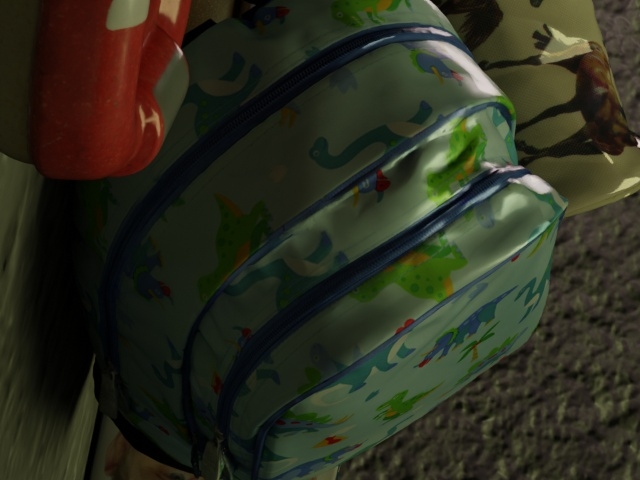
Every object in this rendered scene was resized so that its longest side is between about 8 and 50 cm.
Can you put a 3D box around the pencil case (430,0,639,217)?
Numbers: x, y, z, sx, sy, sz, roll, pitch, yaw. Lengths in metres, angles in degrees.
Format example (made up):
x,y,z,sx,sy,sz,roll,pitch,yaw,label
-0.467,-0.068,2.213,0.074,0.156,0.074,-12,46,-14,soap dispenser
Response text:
x,y,z,sx,sy,sz,roll,pitch,yaw,label
0.101,-0.202,1.243,0.160,0.183,0.410,-4,-70,58,pencil case

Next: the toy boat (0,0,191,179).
x,y,z,sx,sy,sz,roll,pitch,yaw,label
-0.033,-0.127,0.628,0.151,0.151,0.231,-76,178,-62,toy boat

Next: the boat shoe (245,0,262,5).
x,y,z,sx,sy,sz,roll,pitch,yaw,label
0.005,-0.272,1.004,0.113,0.105,0.306,123,-12,-71,boat shoe

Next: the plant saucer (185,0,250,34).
x,y,z,sx,sy,sz,roll,pitch,yaw,label
-0.065,-0.197,1.257,0.198,0.036,0.199,13,90,-88,plant saucer

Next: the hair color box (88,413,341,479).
x,y,z,sx,sy,sz,roll,pitch,yaw,label
-0.059,0.096,1.290,0.105,0.173,0.347,-77,180,-79,hair color box

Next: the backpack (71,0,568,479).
x,y,z,sx,sy,sz,roll,pitch,yaw,label
0.000,0.000,0.996,0.273,0.290,0.355,54,-15,33,backpack
